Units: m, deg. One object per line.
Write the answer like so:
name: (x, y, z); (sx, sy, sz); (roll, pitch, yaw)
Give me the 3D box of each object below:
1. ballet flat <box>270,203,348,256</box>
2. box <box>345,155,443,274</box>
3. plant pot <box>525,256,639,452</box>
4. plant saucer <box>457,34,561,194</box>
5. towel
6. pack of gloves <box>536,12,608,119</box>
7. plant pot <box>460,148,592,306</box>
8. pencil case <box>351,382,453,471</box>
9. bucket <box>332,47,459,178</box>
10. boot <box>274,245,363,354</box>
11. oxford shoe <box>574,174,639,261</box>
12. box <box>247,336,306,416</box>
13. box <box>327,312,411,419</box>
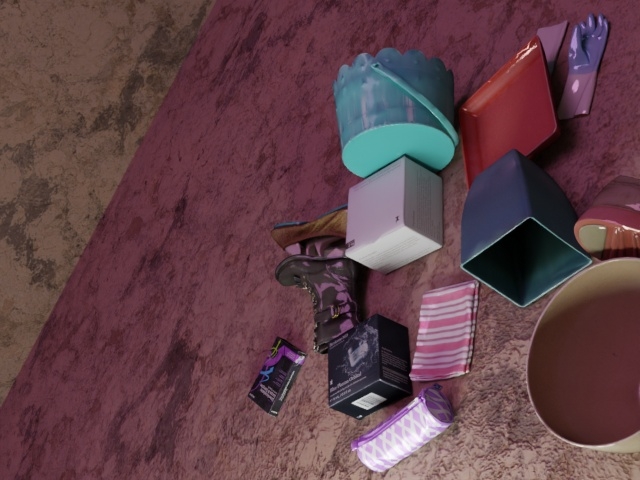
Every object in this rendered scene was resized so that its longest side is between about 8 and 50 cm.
ballet flat: (0.000, 0.000, 2.410); (0.342, 0.116, 0.124); (-14, 76, 46)
box: (0.158, -0.051, 2.189); (0.181, 0.119, 0.182); (-28, 46, 42)
plant pot: (0.474, 0.190, 1.504); (0.284, 0.191, 0.284); (-35, 42, 38)
plant saucer: (0.381, -0.235, 2.043); (0.259, 0.048, 0.258); (-45, 36, 44)
towel: (0.241, 0.175, 1.995); (0.144, 0.029, 0.197); (-18, 53, 47)
pack of gloves: (0.467, -0.347, 2.031); (0.195, 0.046, 0.232); (-3, 65, 53)
plant pot: (0.360, -0.039, 1.865); (0.166, 0.165, 0.234); (-40, 32, 32)
pencil case: (0.157, 0.356, 1.931); (0.206, 0.088, 0.086); (-45, 35, 29)
bucket: (0.163, -0.260, 2.192); (0.281, 0.281, 0.183); (-29, 54, 42)
boot: (-0.004, 0.142, 2.287); (0.263, 0.091, 0.229); (-18, 64, 40)
oxford shoe: (0.574, -0.016, 1.467); (0.397, 0.140, 0.146); (18, 59, 30)
box: (-0.102, 0.315, 2.382); (0.116, 0.029, 0.162); (25, 90, 58)
box: (0.097, 0.257, 2.082); (0.156, 0.093, 0.158); (-35, 41, 37)
